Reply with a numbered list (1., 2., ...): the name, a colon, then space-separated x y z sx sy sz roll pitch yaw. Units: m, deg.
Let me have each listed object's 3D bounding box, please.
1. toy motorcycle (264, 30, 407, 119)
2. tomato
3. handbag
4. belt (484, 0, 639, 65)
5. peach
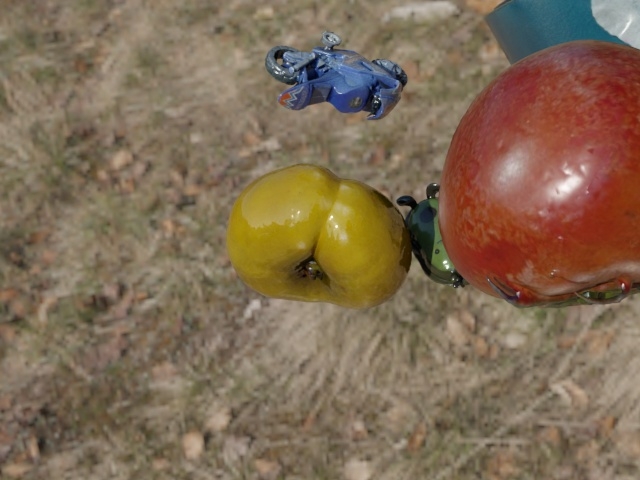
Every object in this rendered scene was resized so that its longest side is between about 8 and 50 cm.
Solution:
1. toy motorcycle: 0.029 -0.203 1.641 0.205 0.076 0.114 2 45 -25
2. tomato: 0.144 -0.035 0.717 0.167 0.167 0.167 -3 30 2
3. handbag: 0.119 0.001 1.233 0.072 0.047 0.111 -25 57 6
4. belt: 0.377 -0.309 1.634 0.300 0.173 0.436 -31 8 -2
5. peach: 0.000 0.000 1.191 0.179 0.179 0.103 3 59 13
